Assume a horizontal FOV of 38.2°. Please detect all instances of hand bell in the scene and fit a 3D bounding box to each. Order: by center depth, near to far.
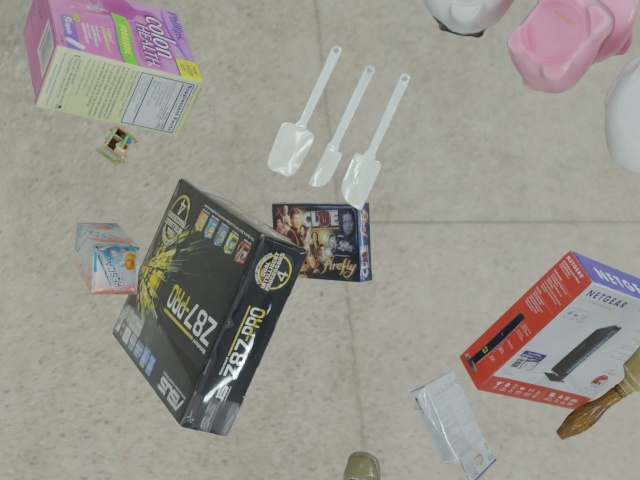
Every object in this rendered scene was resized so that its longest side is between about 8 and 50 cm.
[{"bbox_3d":[0.500,0.261,1.558,0.242,0.126,0.126,-42,103,14],"label":"hand bell"}]

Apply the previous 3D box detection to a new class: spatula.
[{"bbox_3d":[0.034,-0.187,1.452,0.168,0.019,0.242,23,76,2],"label":"spatula"}]

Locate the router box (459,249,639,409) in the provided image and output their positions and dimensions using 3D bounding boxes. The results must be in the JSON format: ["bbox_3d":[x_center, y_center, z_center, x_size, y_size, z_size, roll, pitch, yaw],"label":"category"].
[{"bbox_3d":[0.479,0.182,1.749,0.335,0.301,0.082,17,34,-39],"label":"router box"}]

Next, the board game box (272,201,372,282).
[{"bbox_3d":[0.000,0.000,1.976,0.042,0.243,0.165,-9,98,-49],"label":"board game box"}]

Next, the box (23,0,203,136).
[{"bbox_3d":[-0.341,-0.300,1.507,0.243,0.117,0.214,10,39,-32],"label":"box"}]

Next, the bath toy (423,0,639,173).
[{"bbox_3d":[0.212,-0.196,0.816,0.348,0.129,0.151,45,101,17],"label":"bath toy"}]

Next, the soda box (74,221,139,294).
[{"bbox_3d":[-0.278,0.020,1.190,0.058,0.183,0.063,2,99,-22],"label":"soda box"}]

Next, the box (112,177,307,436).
[{"bbox_3d":[-0.198,0.092,1.533,0.097,0.395,0.318,19,97,-32],"label":"box"}]

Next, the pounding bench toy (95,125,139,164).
[{"bbox_3d":[-0.400,-0.195,1.853,0.052,0.083,0.065,39,69,-27],"label":"pounding bench toy"}]

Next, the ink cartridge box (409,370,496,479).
[{"bbox_3d":[0.288,0.404,1.990,0.224,0.045,0.223,65,22,10],"label":"ink cartridge box"}]

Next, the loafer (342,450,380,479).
[{"bbox_3d":[0.045,0.321,1.078,0.050,0.056,0.148,-28,114,-61],"label":"loafer"}]
